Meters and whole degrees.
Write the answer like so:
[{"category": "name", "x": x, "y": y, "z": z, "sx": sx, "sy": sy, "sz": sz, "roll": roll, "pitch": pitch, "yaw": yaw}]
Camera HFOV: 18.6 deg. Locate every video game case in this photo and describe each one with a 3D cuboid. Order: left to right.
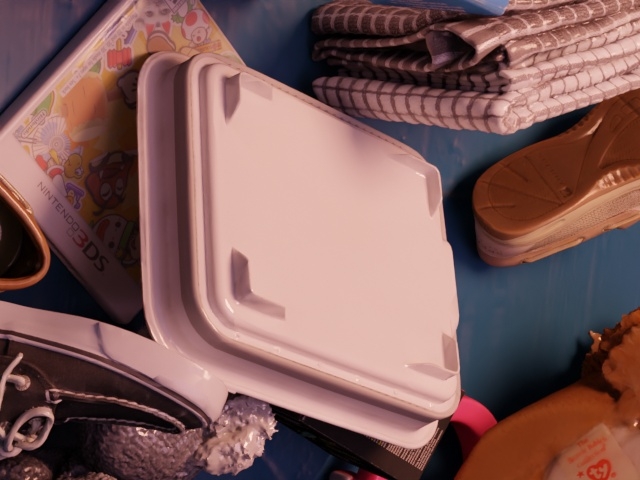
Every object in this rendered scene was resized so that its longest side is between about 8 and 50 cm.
[{"category": "video game case", "x": -0.146, "y": -0.080, "z": 1.581, "sx": 0.227, "sy": 0.026, "sz": 0.206, "roll": -51, "pitch": 128, "yaw": -19}]

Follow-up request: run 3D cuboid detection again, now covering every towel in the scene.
[{"category": "towel", "x": 0.156, "y": -0.186, "z": 1.675, "sx": 0.284, "sy": 0.235, "sz": 0.121, "roll": -20, "pitch": 109, "yaw": -36}]

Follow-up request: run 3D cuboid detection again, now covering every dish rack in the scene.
[{"category": "dish rack", "x": 0.000, "y": 0.000, "z": 1.569, "sx": 0.333, "sy": 0.072, "sz": 0.285, "roll": 23, "pitch": 51, "yaw": -42}]

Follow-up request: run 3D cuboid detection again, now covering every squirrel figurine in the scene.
[{"category": "squirrel figurine", "x": 0.326, "y": 0.257, "z": 1.881, "sx": 0.397, "sy": 0.281, "sz": 0.370, "roll": -66, "pitch": 150, "yaw": -18}]

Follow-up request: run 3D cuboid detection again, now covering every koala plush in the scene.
[{"category": "koala plush", "x": -0.159, "y": 0.172, "z": 1.538, "sx": 0.221, "sy": 0.196, "sz": 0.203, "roll": -49, "pitch": 138, "yaw": -21}]

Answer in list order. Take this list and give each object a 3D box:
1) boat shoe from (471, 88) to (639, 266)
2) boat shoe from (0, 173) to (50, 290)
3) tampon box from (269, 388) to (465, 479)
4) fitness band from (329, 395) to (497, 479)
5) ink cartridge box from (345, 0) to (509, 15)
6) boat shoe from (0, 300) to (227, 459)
[{"category": "boat shoe", "x": 0.280, "y": -0.064, "z": 1.858, "sx": 0.302, "sy": 0.109, "sz": 0.098, "roll": -26, "pitch": 150, "yaw": -11}, {"category": "boat shoe", "x": -0.317, "y": -0.054, "z": 1.380, "sx": 0.324, "sy": 0.120, "sz": 0.122, "roll": 31, "pitch": 80, "yaw": -41}, {"category": "tampon box", "x": 0.020, "y": 0.129, "z": 1.708, "sx": 0.161, "sy": 0.120, "sz": 0.101, "roll": 36, "pitch": 78, "yaw": -40}, {"category": "fitness band", "x": 0.093, "y": 0.283, "z": 1.848, "sx": 0.209, "sy": 0.054, "sz": 0.290, "roll": -5, "pitch": 105, "yaw": -42}, {"category": "ink cartridge box", "x": -0.074, "y": -0.299, "z": 1.416, "sx": 0.395, "sy": 0.285, "sz": 0.166, "roll": 15, "pitch": 89, "yaw": -42}, {"category": "boat shoe", "x": -0.224, "y": 0.103, "z": 1.404, "sx": 0.306, "sy": 0.113, "sz": 0.105, "roll": 17, "pitch": 69, "yaw": -3}]
